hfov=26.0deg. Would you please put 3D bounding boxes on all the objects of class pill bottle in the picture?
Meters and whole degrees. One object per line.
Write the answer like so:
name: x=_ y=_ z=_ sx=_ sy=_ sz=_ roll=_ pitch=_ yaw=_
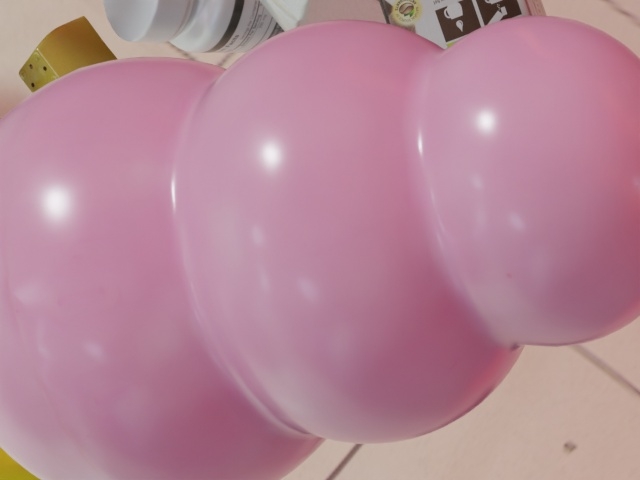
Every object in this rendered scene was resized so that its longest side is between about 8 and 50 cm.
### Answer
pill bottle: x=-0.094 y=-0.294 z=1.577 sx=0.283 sy=0.161 sz=0.161 roll=-5 pitch=62 yaw=-35

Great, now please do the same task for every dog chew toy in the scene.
dog chew toy: x=0.000 y=0.000 z=0.589 sx=0.332 sy=0.206 sz=0.206 roll=-16 pitch=61 yaw=26

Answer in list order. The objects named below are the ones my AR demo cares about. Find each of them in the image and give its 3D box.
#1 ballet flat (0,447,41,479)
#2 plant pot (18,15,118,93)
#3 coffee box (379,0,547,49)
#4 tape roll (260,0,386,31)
ballet flat: x=-0.284 y=0.130 z=0.928 sx=0.231 sy=0.077 sz=0.077 roll=37 pitch=51 yaw=-20
plant pot: x=-0.293 y=-0.194 z=1.579 sx=0.081 sy=0.081 sz=0.083 roll=52 pitch=38 yaw=6
coffee box: x=0.158 y=-0.101 z=1.185 sx=0.119 sy=0.168 sz=0.297 roll=-19 pitch=90 yaw=16
tape roll: x=0.109 y=-0.332 z=1.364 sx=0.392 sy=0.392 sz=0.072 roll=-35 pitch=76 yaw=-20
